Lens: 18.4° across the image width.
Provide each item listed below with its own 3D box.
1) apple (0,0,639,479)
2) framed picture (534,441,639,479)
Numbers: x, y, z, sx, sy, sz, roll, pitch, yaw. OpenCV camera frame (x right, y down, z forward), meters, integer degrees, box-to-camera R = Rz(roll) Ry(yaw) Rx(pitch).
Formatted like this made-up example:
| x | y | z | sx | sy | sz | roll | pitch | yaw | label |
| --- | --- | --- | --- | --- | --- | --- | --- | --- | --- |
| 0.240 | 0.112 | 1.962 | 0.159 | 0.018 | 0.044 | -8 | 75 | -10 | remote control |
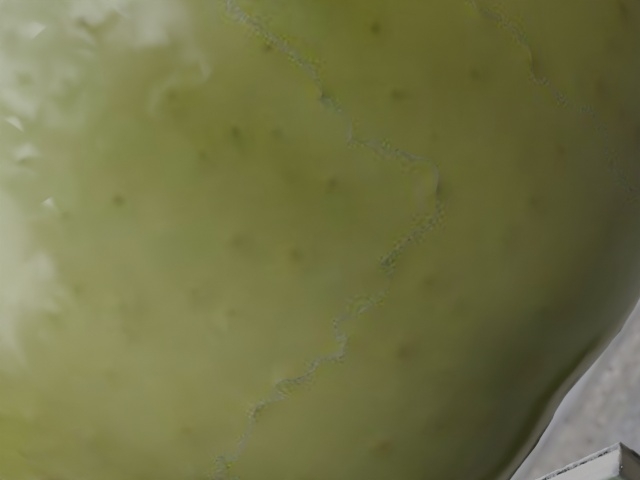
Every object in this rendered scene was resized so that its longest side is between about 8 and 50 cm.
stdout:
| x | y | z | sx | sy | sz | roll | pitch | yaw | label |
| --- | --- | --- | --- | --- | --- | --- | --- | --- | --- |
| -0.027 | -0.038 | 0.555 | 0.279 | 0.279 | 0.279 | -59 | 2 | 4 | apple |
| 0.159 | 0.321 | 1.498 | 0.446 | 0.326 | 0.028 | -30 | 33 | 37 | framed picture |
